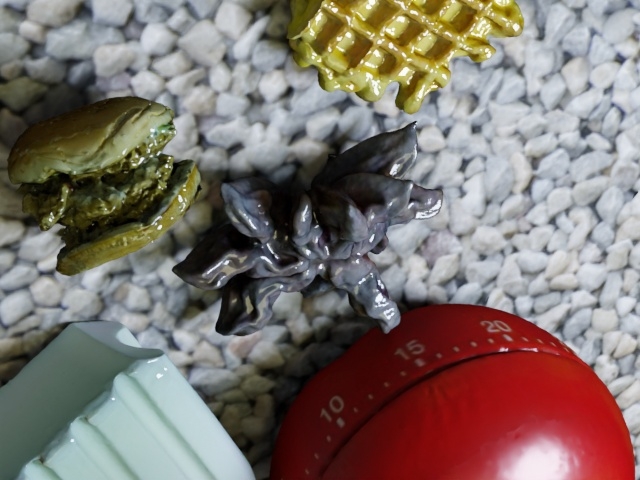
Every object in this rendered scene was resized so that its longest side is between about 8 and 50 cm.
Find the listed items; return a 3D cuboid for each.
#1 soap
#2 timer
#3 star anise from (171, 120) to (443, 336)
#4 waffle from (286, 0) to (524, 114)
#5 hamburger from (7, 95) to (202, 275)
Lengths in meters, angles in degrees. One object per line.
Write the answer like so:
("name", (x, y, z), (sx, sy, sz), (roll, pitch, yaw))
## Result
("soap", (-0.176, 0.251, 1.725), (0.208, 0.115, 0.347), (-44, 131, -13))
("timer", (0.138, 0.258, 1.820), (0.378, 0.279, 0.378), (-16, 128, -22))
("star anise", (-0.002, -0.002, 1.680), (0.282, 0.129, 0.212), (-8, 140, -20))
("waffle", (0.092, -0.217, 1.623), (0.219, 0.057, 0.229), (25, 107, -38))
("hamburger", (-0.179, -0.061, 1.526), (0.159, 0.185, 0.131), (-24, 101, 28))
